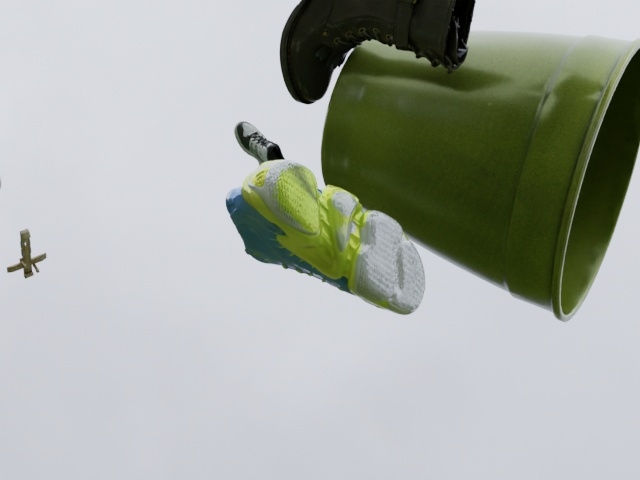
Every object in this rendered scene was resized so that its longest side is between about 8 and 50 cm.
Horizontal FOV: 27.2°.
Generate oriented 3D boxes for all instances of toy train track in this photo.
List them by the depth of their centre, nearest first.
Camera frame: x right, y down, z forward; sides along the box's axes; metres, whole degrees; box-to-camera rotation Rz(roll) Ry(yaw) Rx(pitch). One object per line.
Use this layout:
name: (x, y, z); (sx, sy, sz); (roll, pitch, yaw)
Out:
toy train track: (-0.328, 0.018, 1.480); (0.014, 0.048, 0.083); (53, -28, 29)

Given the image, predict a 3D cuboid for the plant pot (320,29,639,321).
plant pot: (0.202, -0.120, 1.709); (0.353, 0.366, 0.366); (17, -34, 20)

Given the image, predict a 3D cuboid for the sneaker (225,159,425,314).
sneaker: (0.000, 0.000, 1.376); (0.240, 0.091, 0.126); (41, -31, -28)

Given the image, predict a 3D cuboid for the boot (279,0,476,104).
boot: (0.074, -0.255, 1.617); (0.229, 0.091, 0.263); (28, -60, 28)

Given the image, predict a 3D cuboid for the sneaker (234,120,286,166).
sneaker: (-0.061, -0.102, 1.447); (0.083, 0.032, 0.037); (51, -34, 6)
